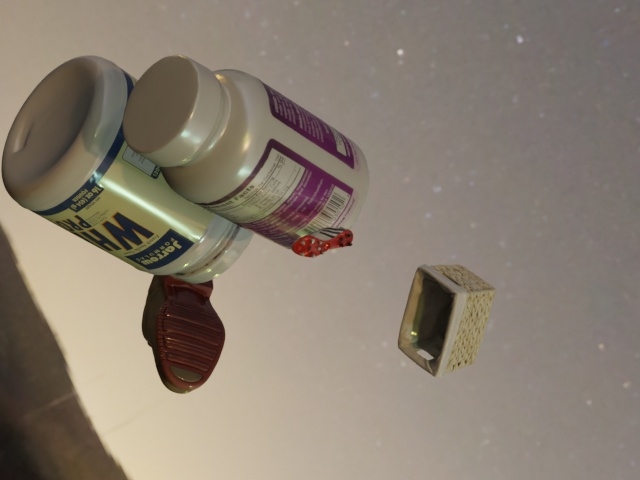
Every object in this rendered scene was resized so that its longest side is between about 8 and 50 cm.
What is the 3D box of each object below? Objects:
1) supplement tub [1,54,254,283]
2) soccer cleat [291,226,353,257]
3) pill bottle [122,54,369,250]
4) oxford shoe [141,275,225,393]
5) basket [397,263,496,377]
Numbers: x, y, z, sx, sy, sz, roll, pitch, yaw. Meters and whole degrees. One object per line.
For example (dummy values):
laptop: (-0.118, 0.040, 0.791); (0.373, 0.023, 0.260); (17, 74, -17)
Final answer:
supplement tub: (-0.264, -0.092, 1.625); (0.325, 0.235, 0.235); (33, 6, -40)
soccer cleat: (0.000, 0.000, 1.364); (0.035, 0.083, 0.029); (38, -44, 54)
pill bottle: (-0.090, -0.106, 1.379); (0.301, 0.169, 0.169); (28, 14, -45)
oxford shoe: (-0.246, 0.161, 1.949); (0.130, 0.123, 0.348); (-56, -159, 26)
basket: (0.217, 0.132, 1.926); (0.113, 0.103, 0.167); (37, -56, 45)
